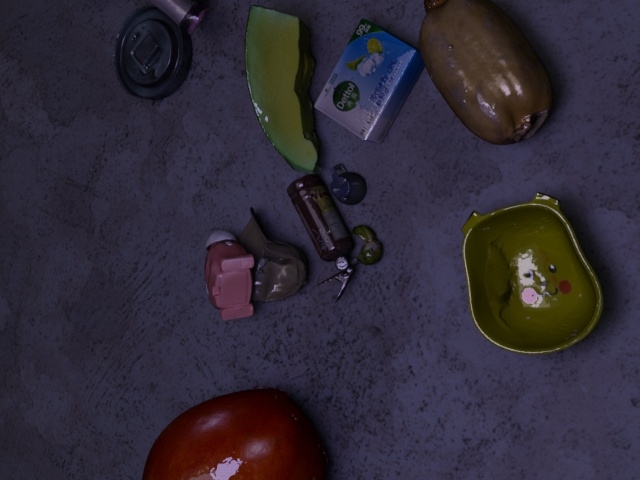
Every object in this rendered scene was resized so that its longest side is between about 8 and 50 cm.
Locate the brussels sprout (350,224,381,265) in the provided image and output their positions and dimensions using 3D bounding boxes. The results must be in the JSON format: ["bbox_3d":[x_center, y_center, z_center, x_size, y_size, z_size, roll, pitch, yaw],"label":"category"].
[{"bbox_3d":[0.091,0.007,1.492,0.051,0.046,0.083,-19,79,10],"label":"brussels sprout"}]

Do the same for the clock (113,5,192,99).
[{"bbox_3d":[-0.390,-0.434,1.770,0.215,0.042,0.214,1,92,31],"label":"clock"}]

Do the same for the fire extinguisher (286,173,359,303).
[{"bbox_3d":[0.006,-0.002,1.527,0.106,0.075,0.252,-33,76,27],"label":"fire extinguisher"}]

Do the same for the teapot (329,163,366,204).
[{"bbox_3d":[0.047,-0.113,1.509,0.066,0.057,0.088,-30,77,27],"label":"teapot"}]

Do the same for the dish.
[{"bbox_3d":[0.362,0.057,1.298,0.221,0.108,0.262,-19,83,29],"label":"dish"}]

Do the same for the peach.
[{"bbox_3d":[-0.166,0.459,1.496,0.370,0.370,0.369,1,91,30],"label":"peach"}]

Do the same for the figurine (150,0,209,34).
[{"bbox_3d":[-0.245,-0.624,1.583,0.361,0.211,0.253,-36,73,27],"label":"figurine"}]

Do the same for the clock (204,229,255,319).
[{"bbox_3d":[-0.204,0.072,1.603,0.162,0.093,0.165,-137,45,-59],"label":"clock"}]

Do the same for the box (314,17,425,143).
[{"bbox_3d":[0.098,-0.305,1.467,0.139,0.073,0.194,37,109,24],"label":"box"}]

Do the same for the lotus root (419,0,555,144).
[{"bbox_3d":[0.272,-0.316,1.325,0.169,0.151,0.342,-33,70,11],"label":"lotus root"}]

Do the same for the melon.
[{"bbox_3d":[-0.074,-0.288,1.511,0.124,0.196,0.323,-4,92,20],"label":"melon"}]

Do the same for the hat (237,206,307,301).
[{"bbox_3d":[-0.097,0.020,1.599,0.166,0.144,0.173,114,164,-46],"label":"hat"}]
